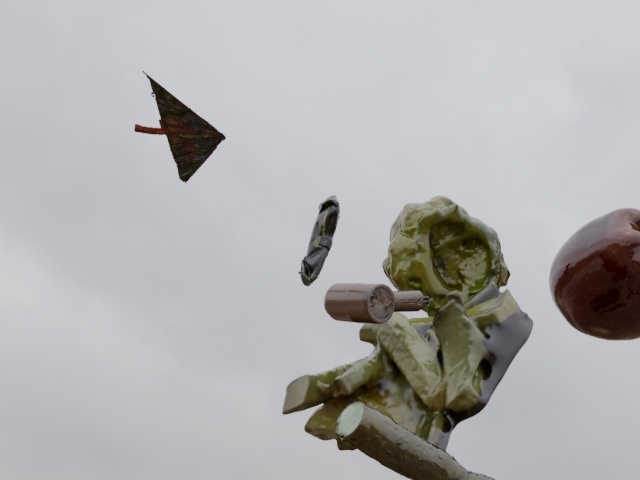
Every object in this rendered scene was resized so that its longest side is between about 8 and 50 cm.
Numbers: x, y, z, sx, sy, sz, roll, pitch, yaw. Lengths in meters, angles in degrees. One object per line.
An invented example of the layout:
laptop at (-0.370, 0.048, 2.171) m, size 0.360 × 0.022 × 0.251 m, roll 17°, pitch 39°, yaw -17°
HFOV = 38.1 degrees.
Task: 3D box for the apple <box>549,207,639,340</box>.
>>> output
apple at (0.675, 0.081, 2.067) m, size 0.288 × 0.288 × 0.317 m, roll 18°, pitch -35°, yaw -12°

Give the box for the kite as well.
kite at (-0.252, -0.197, 1.646) m, size 0.189 × 0.009 × 0.232 m, roll 6°, pitch -52°, yaw 22°

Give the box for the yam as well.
yam at (0.134, 0.276, 1.129) m, size 0.252 × 0.061 × 0.061 m, roll 32°, pitch -26°, yaw -13°

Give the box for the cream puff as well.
cream puff at (0.257, 0.040, 1.786) m, size 0.281 × 0.282 × 0.185 m, roll 26°, pitch -34°, yaw -29°

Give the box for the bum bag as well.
bum bag at (0.000, 0.000, 2.230) m, size 0.060 × 0.233 × 0.106 m, roll 22°, pitch -13°, yaw -11°

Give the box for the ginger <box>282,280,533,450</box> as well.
ginger at (0.138, 0.192, 1.520) m, size 0.211 × 0.413 × 0.358 m, roll 45°, pitch -4°, yaw -8°

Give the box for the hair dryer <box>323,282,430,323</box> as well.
hair dryer at (0.105, 0.100, 1.494) m, size 0.181 × 0.064 × 0.117 m, roll 2°, pitch -3°, yaw -38°
